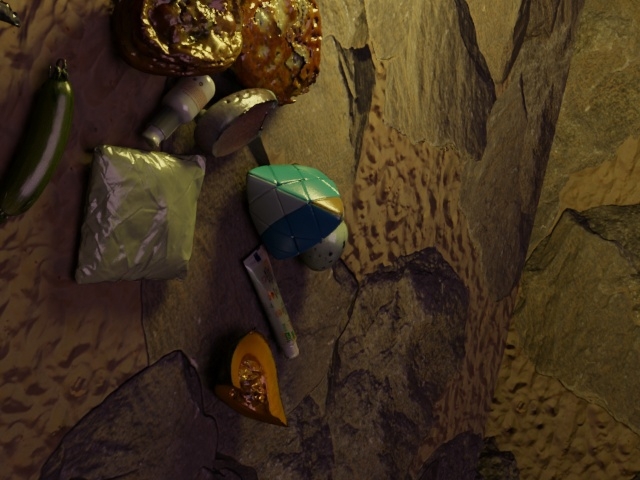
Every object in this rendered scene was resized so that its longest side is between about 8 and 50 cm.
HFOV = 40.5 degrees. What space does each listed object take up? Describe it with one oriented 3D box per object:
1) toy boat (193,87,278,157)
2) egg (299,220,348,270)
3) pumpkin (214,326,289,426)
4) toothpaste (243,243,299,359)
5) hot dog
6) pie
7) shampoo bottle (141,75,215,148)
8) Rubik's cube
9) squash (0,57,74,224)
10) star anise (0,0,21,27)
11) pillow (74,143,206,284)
[{"bbox_3d":[-0.191,-0.260,1.852,0.227,0.085,0.155,-35,165,-51],"label":"toy boat"},{"bbox_3d":[0.000,0.000,2.152,0.131,0.131,0.164,-25,143,-46],"label":"egg"},{"bbox_3d":[-0.166,0.317,2.062,0.278,0.111,0.163,49,46,-44],"label":"pumpkin"},{"bbox_3d":[-0.114,0.158,2.110,0.056,0.058,0.314,-18,118,1],"label":"toothpaste"},{"bbox_3d":[-0.256,-0.411,1.674,0.272,0.122,0.196,-9,97,-35],"label":"hot dog"},{"bbox_3d":[-0.100,-0.444,1.928,0.308,0.085,0.308,-16,112,-47],"label":"pie"},{"bbox_3d":[-0.291,-0.262,1.750,0.192,0.074,0.074,-54,136,-26],"label":"shampoo bottle"},{"bbox_3d":[-0.056,-0.094,1.976,0.254,0.254,0.255,-18,114,-48],"label":"Rubik's cube"},{"bbox_3d":[-0.494,-0.163,1.528,0.080,0.071,0.319,23,83,-10],"label":"squash"},{"bbox_3d":[-0.550,-0.392,1.397,0.204,0.061,0.181,-48,134,-33],"label":"star anise"},{"bbox_3d":[-0.349,-0.046,1.734,0.280,0.076,0.275,1,101,-51],"label":"pillow"}]
